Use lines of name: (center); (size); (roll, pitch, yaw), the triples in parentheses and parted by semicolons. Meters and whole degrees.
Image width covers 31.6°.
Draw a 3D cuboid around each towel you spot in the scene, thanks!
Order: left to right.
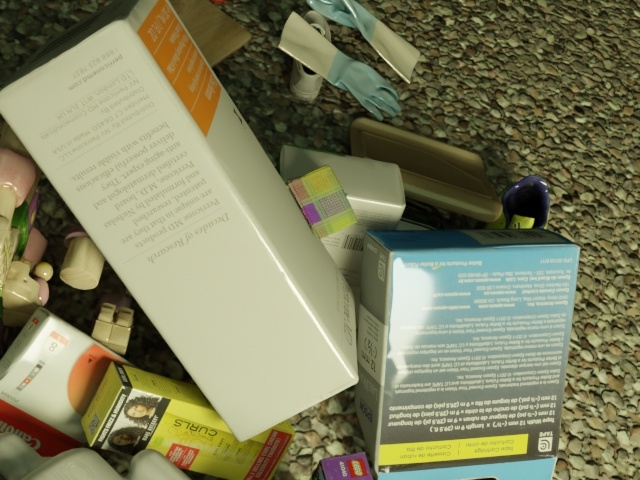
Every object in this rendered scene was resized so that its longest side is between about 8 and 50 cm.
towel: (0.003, -0.047, 1.344); (0.060, 0.009, 0.083); (-25, 79, -22)

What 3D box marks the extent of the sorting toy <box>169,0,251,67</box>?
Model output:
sorting toy: (-0.204, -0.302, 1.720); (0.132, 0.046, 0.274); (39, 53, 11)

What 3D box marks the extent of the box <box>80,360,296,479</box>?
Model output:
box: (-0.148, 0.213, 1.290); (0.232, 0.087, 0.058); (22, 14, -32)

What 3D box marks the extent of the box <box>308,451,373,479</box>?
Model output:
box: (0.036, 0.401, 1.199); (0.057, 0.201, 0.293); (-4, 58, -22)

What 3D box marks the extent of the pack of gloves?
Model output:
pack of gloves: (0.060, -0.308, 1.758); (0.232, 0.046, 0.195); (34, 49, -20)

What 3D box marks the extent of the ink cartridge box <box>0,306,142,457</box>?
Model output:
ink cartridge box: (-0.302, 0.184, 1.252); (0.145, 0.045, 0.179); (39, 77, -36)

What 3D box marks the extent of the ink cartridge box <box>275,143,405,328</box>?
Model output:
ink cartridge box: (0.000, 0.000, 1.458); (0.160, 0.219, 0.093); (10, 39, -11)

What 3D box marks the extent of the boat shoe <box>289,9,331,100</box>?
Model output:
boat shoe: (-0.015, -0.304, 1.770); (0.066, 0.063, 0.184); (17, 53, -5)

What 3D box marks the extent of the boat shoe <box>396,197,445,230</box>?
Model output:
boat shoe: (0.019, -0.032, 1.572); (0.335, 0.121, 0.119); (19, 37, -15)

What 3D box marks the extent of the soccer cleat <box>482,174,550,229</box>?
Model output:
soccer cleat: (0.258, 0.023, 1.588); (0.093, 0.121, 0.289); (24, 52, 0)

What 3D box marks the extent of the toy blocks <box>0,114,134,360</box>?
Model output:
toy blocks: (-0.345, -0.031, 1.331); (0.308, 0.289, 0.260); (13, 55, -5)

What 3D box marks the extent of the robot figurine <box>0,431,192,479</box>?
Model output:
robot figurine: (-0.233, 0.355, 1.146); (0.353, 0.200, 0.300); (41, 77, 13)

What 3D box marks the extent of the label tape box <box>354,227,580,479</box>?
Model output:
label tape box: (0.174, 0.162, 1.410); (0.249, 0.348, 0.115); (-1, 16, -17)

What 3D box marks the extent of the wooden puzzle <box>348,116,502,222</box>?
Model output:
wooden puzzle: (0.145, -0.100, 1.647); (0.220, 0.044, 0.239); (17, 22, -5)

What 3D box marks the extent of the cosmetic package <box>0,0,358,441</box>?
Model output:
cosmetic package: (-0.137, -0.035, 1.236); (0.453, 0.161, 0.230); (58, 12, -20)
